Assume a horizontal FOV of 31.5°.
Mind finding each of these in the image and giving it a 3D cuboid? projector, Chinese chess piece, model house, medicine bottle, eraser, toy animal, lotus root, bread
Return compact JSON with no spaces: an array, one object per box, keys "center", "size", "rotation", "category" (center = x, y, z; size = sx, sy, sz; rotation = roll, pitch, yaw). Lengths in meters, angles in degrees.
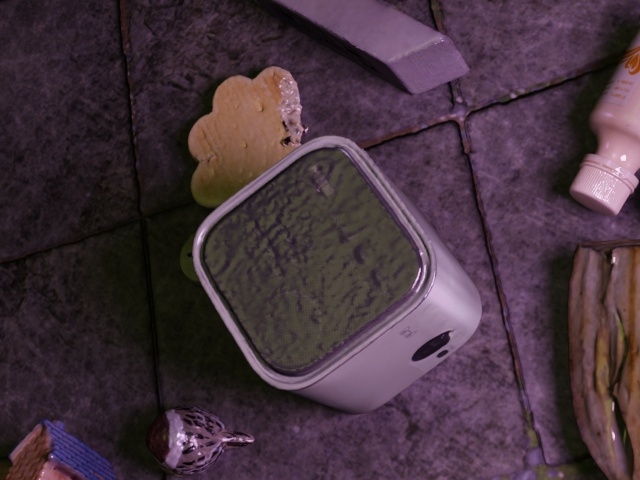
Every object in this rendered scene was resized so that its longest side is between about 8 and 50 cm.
[{"center":[0.026,0.050,1.380],"size":[0.249,0.249,0.248],"rotation":[-38,66,7],"category":"projector"},{"center":[-0.158,0.024,1.603],"size":[0.084,0.034,0.084],"rotation":[-8,69,22],"category":"Chinese chess piece"},{"center":[-0.371,0.339,1.525],"size":[0.183,0.166,0.172],"rotation":[-12,50,36],"category":"model house"},{"center":[0.390,-0.150,1.379],"size":[0.114,0.114,0.252],"rotation":[27,84,29],"category":"medicine bottle"},{"center":[0.040,-0.305,1.592],"size":[0.352,0.111,0.077],"rotation":[34,87,30],"category":"eraser"},{"center":[-0.164,0.260,1.484],"size":[0.137,0.098,0.098],"rotation":[-8,68,21],"category":"toy animal"},{"center":[0.395,0.138,1.268],"size":[0.210,0.142,0.314],"rotation":[-24,61,54],"category":"lotus root"},{"center":[-0.104,-0.127,1.632],"size":[0.182,0.039,0.250],"rotation":[-16,66,18],"category":"bread"}]
